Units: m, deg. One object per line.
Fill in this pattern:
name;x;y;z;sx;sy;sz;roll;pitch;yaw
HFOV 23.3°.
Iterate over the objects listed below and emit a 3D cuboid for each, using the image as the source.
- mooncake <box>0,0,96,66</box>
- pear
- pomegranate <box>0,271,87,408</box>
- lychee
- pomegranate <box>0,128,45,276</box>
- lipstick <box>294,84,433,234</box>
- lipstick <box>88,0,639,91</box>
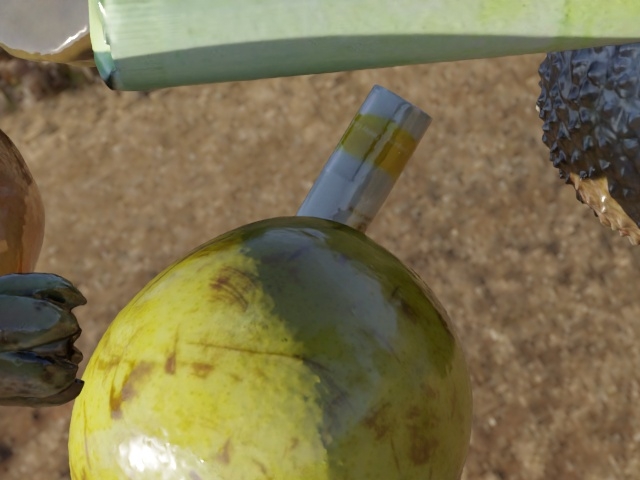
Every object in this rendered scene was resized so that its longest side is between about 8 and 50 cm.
mooncake;-0.222;-0.305;1.477;0.290;0.290;0.161;-13;-4;37
pear;-0.029;0.123;1.047;0.283;0.284;0.283;-26;24;13
pomegranate;-0.239;0.051;0.761;0.247;0.202;0.202;5;25;-5
lychee;0.312;-0.136;1.298;0.300;0.300;0.300;-26;24;13
pomegranate;-0.306;0.001;1.062;0.252;0.229;0.270;-44;9;-37
lipstick;0.000;0.000;1.260;0.264;0.059;0.059;-60;25;3
lipstick;0.034;-0.124;0.790;0.304;0.076;0.076;-5;25;-3
